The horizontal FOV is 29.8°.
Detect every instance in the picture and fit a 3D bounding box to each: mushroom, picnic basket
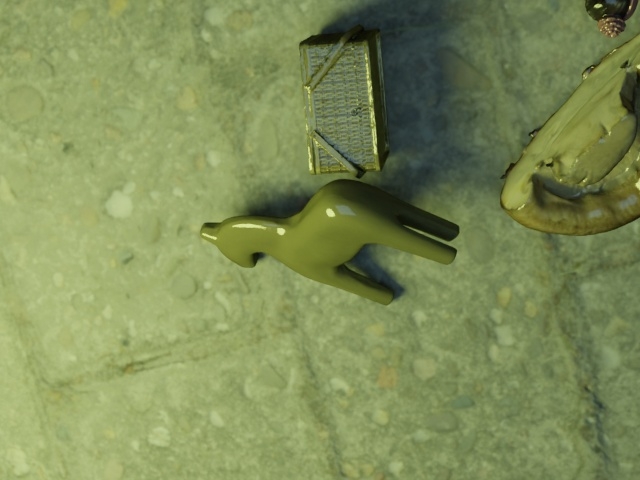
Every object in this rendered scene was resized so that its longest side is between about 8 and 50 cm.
[{"bbox_3d":[0.338,-0.103,1.311,0.151,0.156,0.285,34,119,-14],"label":"mushroom"},{"bbox_3d":[0.028,-0.156,1.350,0.079,0.115,0.164,-3,104,11],"label":"picnic basket"}]

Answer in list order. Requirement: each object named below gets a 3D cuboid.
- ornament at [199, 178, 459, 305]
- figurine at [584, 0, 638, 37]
[{"bbox_3d":[0.000,0.000,1.393,0.245,0.061,0.230,23,148,-17],"label":"ornament"},{"bbox_3d":[0.303,-0.257,1.277,0.054,0.129,0.072,15,106,0],"label":"figurine"}]
